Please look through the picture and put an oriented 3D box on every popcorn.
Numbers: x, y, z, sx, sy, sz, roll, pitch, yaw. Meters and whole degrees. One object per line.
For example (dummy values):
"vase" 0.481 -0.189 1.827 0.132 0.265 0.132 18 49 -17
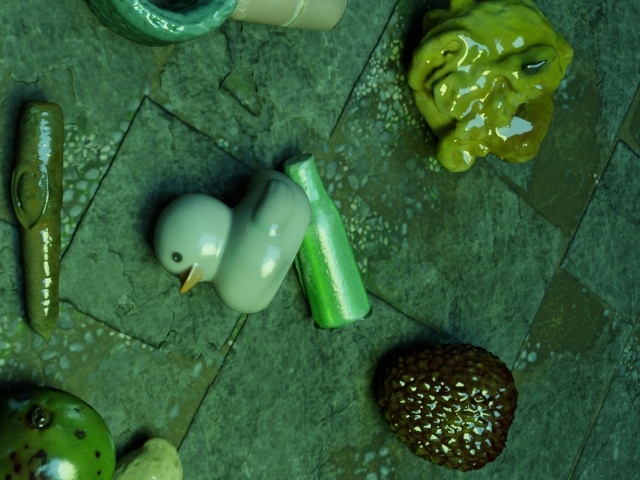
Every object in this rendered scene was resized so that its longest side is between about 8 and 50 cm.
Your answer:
"popcorn" 0.305 -0.284 1.591 0.297 0.281 0.315 -21 99 -13

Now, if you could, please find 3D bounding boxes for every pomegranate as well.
"pomegranate" -0.385 0.313 1.267 0.202 0.202 0.247 -19 137 -32

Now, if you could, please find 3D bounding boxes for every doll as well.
"doll" -0.136 -0.010 1.387 0.221 0.221 0.251 49 53 -32

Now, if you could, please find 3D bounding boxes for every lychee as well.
"lychee" 0.234 0.297 1.674 0.271 0.236 0.235 13 92 -15

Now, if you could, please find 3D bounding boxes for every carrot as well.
"carrot" -0.385 -0.021 1.261 0.070 0.070 0.342 -5 104 -35

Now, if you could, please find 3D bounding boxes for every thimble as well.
"thimble" -0.227 -0.368 1.255 0.235 0.143 0.198 -1 100 -34

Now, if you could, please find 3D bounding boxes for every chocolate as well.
"chocolate" 0.000 0.000 1.524 0.110 0.110 0.291 -27 111 -29

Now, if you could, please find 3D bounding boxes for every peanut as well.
"peanut" -0.300 0.416 1.379 0.256 0.124 0.123 -50 123 -19

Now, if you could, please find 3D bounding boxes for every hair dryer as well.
"hair dryer" -0.063 -0.498 1.391 0.189 0.107 0.344 -1 91 -34
